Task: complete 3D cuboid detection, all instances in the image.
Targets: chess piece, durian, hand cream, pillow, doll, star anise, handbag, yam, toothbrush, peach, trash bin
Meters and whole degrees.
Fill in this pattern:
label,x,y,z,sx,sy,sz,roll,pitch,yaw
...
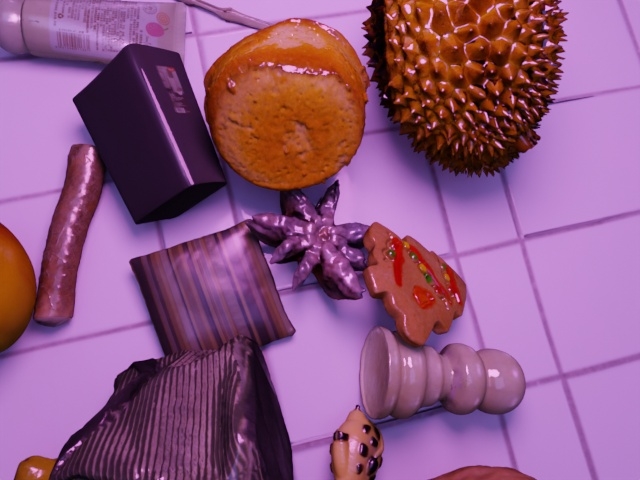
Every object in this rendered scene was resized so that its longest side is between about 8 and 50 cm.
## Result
label,x,y,z,sx,sy,sz,roll,pitch,yaw
chess piece,0.202,0.216,0.826,0.251,0.144,0.145,7,78,-12
durian,0.229,-0.300,0.834,0.347,0.348,0.385,-24,73,-11
hand cream,-0.388,-0.360,0.887,0.305,0.093,0.147,1,74,-8
pillow,-0.172,0.093,0.841,0.212,0.052,0.208,-20,85,-10
doll,0.028,0.385,0.749,0.117,0.086,0.291,47,46,-26
star anise,0.000,0.000,0.848,0.229,0.093,0.237,-11,65,-24
handbag,-0.165,0.276,0.662,0.240,0.341,0.248,-14,102,-2
yam,-0.400,-0.012,0.831,0.066,0.066,0.300,9,78,-5
toothbrush,-0.140,-0.410,0.960,0.294,0.026,0.028,22,62,-2
peach,-0.519,0.060,0.719,0.230,0.231,0.231,1,79,-7
trash bin,-0.265,-0.159,0.821,0.165,0.115,0.226,-26,85,29

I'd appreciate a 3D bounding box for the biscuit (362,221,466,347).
label,x,y,z,sx,sy,sz,roll,pitch,yaw
biscuit,0.163,0.067,0.832,0.238,0.041,0.212,6,52,-39

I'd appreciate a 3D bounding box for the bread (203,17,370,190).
label,x,y,z,sx,sy,sz,roll,pitch,yaw
bread,-0.051,-0.193,0.795,0.268,0.269,0.146,6,37,-6

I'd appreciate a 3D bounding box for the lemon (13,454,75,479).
label,x,y,z,sx,sy,sz,roll,pitch,yaw
lemon,-0.349,0.405,0.694,0.183,0.184,0.249,-8,93,-8

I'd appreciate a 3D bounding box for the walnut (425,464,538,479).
label,x,y,z,sx,sy,sz,roll,pitch,yaw
walnut,0.197,0.475,0.686,0.343,0.306,0.306,-19,81,-13
